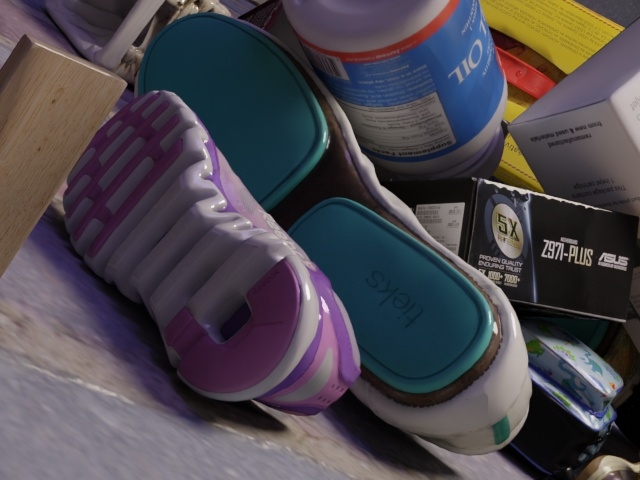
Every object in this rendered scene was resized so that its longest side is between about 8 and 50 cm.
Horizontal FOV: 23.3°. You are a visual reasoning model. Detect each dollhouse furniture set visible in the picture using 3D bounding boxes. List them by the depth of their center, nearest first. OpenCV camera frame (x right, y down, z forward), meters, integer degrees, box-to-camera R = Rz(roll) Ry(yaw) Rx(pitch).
[{"bbox_3d":[-0.193,-0.066,0.589,0.151,0.123,0.144,41,11,30],"label":"dollhouse furniture set"}]

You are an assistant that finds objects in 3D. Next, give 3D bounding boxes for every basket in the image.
[{"bbox_3d":[-0.164,-0.210,1.420,0.103,0.113,0.167,30,11,-39],"label":"basket"}]

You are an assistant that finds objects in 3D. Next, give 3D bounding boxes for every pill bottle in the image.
[{"bbox_3d":[0.063,-0.123,1.092,0.124,0.124,0.221,42,-9,34],"label":"pill bottle"}]

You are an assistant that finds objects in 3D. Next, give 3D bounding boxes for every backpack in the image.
[{"bbox_3d":[0.160,0.107,1.084,0.105,0.084,0.114,38,10,15],"label":"backpack"}]

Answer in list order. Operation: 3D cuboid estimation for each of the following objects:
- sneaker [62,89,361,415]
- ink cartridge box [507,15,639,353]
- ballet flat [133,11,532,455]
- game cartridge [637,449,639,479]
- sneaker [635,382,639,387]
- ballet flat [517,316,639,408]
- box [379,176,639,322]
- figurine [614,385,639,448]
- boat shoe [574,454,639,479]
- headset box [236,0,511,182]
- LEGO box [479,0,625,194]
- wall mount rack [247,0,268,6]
[{"bbox_3d":[-0.054,0.013,0.821,0.104,0.095,0.236,35,12,-46],"label":"sneaker"},{"bbox_3d":[0.307,-0.027,1.158,0.289,0.211,0.121,57,-29,-12],"label":"ink cartridge box"},{"bbox_3d":[0.000,0.000,1.002,0.139,0.139,0.400,25,18,-47],"label":"ballet flat"},{"bbox_3d":[0.303,0.244,0.892,0.285,0.053,0.323,36,17,3],"label":"game cartridge"},{"bbox_3d":[0.264,0.087,1.524,0.240,0.091,0.126,39,11,14],"label":"sneaker"},{"bbox_3d":[0.211,0.087,1.311,0.123,0.123,0.348,34,10,-11],"label":"ballet flat"},{"bbox_3d":[0.107,0.008,1.098,0.147,0.077,0.180,12,-6,-31],"label":"box"},{"bbox_3d":[0.372,0.206,1.378,0.209,0.092,0.215,13,24,-47],"label":"figurine"},{"bbox_3d":[0.222,0.180,1.060,0.152,0.056,0.049,9,32,-49],"label":"boat shoe"},{"bbox_3d":[0.018,-0.109,1.345,0.218,0.110,0.293,31,-5,-12],"label":"headset box"},{"bbox_3d":[0.219,-0.120,1.679,0.500,0.193,0.372,33,-7,20],"label":"LEGO box"},{"bbox_3d":[-0.019,-0.266,1.417,0.350,0.130,0.304,30,7,19],"label":"wall mount rack"}]
